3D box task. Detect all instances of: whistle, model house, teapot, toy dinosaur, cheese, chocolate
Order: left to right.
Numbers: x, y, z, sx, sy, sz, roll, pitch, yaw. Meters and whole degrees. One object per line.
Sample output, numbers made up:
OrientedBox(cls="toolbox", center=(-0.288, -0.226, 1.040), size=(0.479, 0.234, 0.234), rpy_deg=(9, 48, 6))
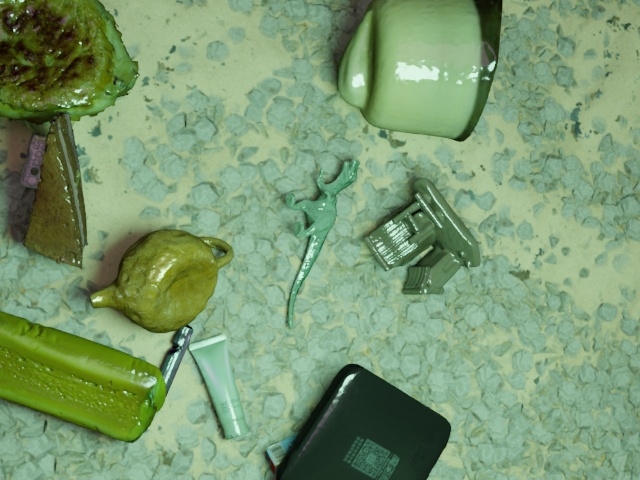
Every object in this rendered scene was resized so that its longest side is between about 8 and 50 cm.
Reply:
OrientedBox(cls="cheese", center=(-0.544, -0.226, 1.870), size=(0.127, 0.050, 0.255), rpy_deg=(16, 77, -13))
OrientedBox(cls="teapot", center=(-0.308, 0.060, 1.842), size=(0.167, 0.203, 0.311), rpy_deg=(29, 43, 33))
OrientedBox(cls="whistle", center=(-0.297, 0.249, 1.873), size=(0.033, 0.033, 0.176), rpy_deg=(24, 75, -11))
OrientedBox(cls="toy dinosaur", center=(-0.036, -0.019, 1.961), size=(0.129, 0.076, 0.383), rpy_deg=(33, 80, -33))
OrientedBox(cls="chocolate", center=(0.195, -0.385, 1.967), size=(0.297, 0.314, 0.326), rpy_deg=(12, 80, -10))
OrientedBox(cls="model house", center=(0.205, 0.010, 2.001), size=(0.188, 0.122, 0.229), rpy_deg=(-37, 95, -15))

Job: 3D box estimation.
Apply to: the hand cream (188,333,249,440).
OrientedBox(cls="hand cream", center=(-0.195, 0.293, 1.887), size=(0.078, 0.050, 0.204), rpy_deg=(-18, 82, -12))

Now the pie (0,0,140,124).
OrientedBox(cls="pie", center=(-0.532, -0.359, 1.816), size=(0.355, 0.103, 0.288), rpy_deg=(-8, 75, -15))

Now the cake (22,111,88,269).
OrientedBox(cls="cake", center=(-0.497, -0.096, 1.775), size=(0.113, 0.116, 0.295), rpy_deg=(4, 115, -4))

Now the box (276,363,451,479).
OrientedBox(cls="box", center=(0.087, 0.422, 1.881), size=(0.289, 0.073, 0.290), rpy_deg=(34, 85, -23))

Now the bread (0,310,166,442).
OrientedBox(cls="bread", center=(-0.478, 0.249, 1.779), size=(0.384, 0.112, 0.166), rpy_deg=(21, 105, -7))

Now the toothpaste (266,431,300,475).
OrientedBox(cls="toothpaste", center=(-0.015, 0.410, 1.919), size=(0.193, 0.070, 0.044), rpy_deg=(-22, 58, -17))
